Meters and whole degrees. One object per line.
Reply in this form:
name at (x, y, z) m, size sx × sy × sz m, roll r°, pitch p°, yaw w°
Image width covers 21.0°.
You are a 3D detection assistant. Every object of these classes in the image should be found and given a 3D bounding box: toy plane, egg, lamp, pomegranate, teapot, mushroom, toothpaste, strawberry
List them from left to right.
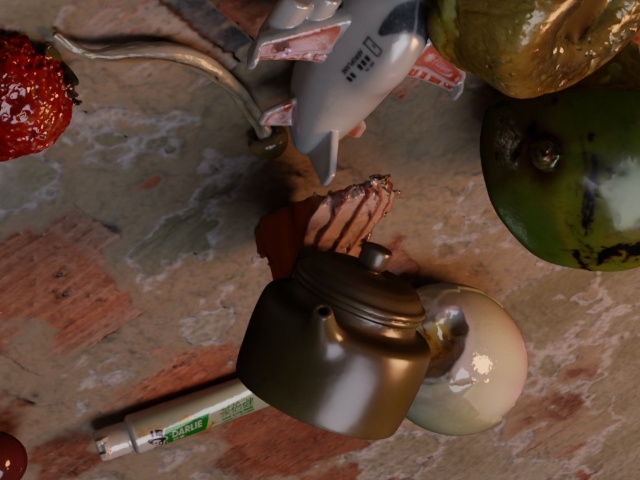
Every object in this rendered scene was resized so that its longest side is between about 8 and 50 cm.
strawberry at (-0.318, -0.124, 1.636) m, size 0.187 × 0.082 × 0.146 m, roll -13°, pitch 136°, yaw -3°
lamp at (-0.401, 0.264, 2.065) m, size 0.101 × 0.090 × 0.101 m, roll 1°, pitch 173°, yaw 0°
mushroom at (-0.131, -0.157, 1.713) m, size 0.306 × 0.043 × 0.068 m, roll 29°, pitch 96°, yaw -44°
toothpaste at (-0.130, 0.205, 2.160) m, size 0.314 × 0.056 × 0.058 m, roll -19°, pitch -176°, yaw -8°
teapot at (0.031, 0.084, 1.752) m, size 0.175 × 0.186 × 0.268 m, roll -66°, pitch 166°, yaw 13°
toy plane at (0.038, -0.177, 1.701) m, size 0.252 × 0.118 × 0.252 m, roll -15°, pitch 142°, yaw -12°
egg at (0.167, 0.149, 2.122) m, size 0.183 × 0.183 × 0.217 m, roll -34°, pitch 153°, yaw 17°
pomegranate at (0.323, -0.085, 1.860) m, size 0.341 × 0.260 × 0.260 m, roll 15°, pitch 131°, yaw -42°

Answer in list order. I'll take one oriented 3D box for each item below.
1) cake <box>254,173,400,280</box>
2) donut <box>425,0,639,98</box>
cake at (0.007, 0.000, 1.823) m, size 0.098 × 0.135 × 0.287 m, roll -2°, pitch 164°, yaw -19°
donut at (0.222, -0.240, 1.642) m, size 0.261 × 0.128 × 0.208 m, roll -30°, pitch 149°, yaw -34°
